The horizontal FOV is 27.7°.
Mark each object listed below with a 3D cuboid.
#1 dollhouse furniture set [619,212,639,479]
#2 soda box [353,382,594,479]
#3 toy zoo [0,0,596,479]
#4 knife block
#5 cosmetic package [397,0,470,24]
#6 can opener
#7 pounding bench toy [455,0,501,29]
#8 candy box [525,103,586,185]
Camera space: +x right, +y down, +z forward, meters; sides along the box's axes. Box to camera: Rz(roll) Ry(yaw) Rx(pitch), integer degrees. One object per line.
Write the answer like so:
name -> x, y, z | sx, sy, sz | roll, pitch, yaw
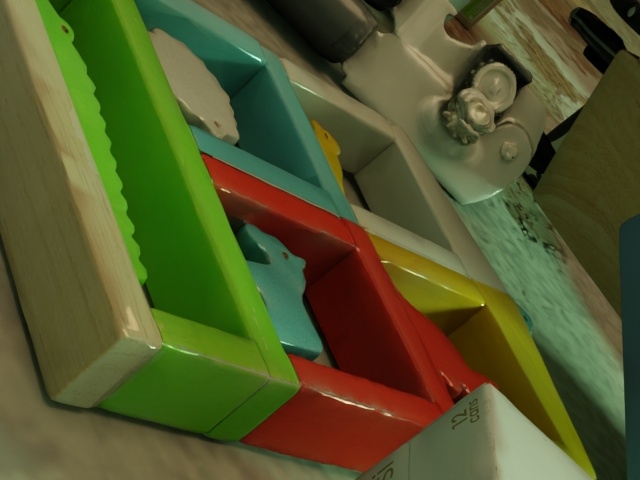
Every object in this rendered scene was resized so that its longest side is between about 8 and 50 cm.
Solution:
dollhouse furniture set -> 0.282, 0.009, 0.459 | 0.286, 0.198, 0.303 | 17, 62, -22
soda box -> 0.094, 0.142, 0.361 | 0.216, 0.069, 0.074 | 44, 22, -17
toy zoo -> 0.000, 0.000, 0.470 | 0.293, 0.030, 0.192 | 24, 32, -47
knife block -> 0.172, -0.015, 0.683 | 0.088, 0.242, 0.275 | 22, 66, -19
cosmetic package -> 0.018, -0.336, 0.909 | 0.197, 0.155, 0.365 | 29, 30, -39
can opener -> 0.010, -0.127, 0.678 | 0.280, 0.074, 0.093 | 44, -12, -18
pounding bench toy -> 0.133, -0.220, 1.035 | 0.052, 0.083, 0.065 | 46, 22, -8
candy box -> 0.247, -0.079, 0.917 | 0.071, 0.159, 0.233 | 55, 21, 13
